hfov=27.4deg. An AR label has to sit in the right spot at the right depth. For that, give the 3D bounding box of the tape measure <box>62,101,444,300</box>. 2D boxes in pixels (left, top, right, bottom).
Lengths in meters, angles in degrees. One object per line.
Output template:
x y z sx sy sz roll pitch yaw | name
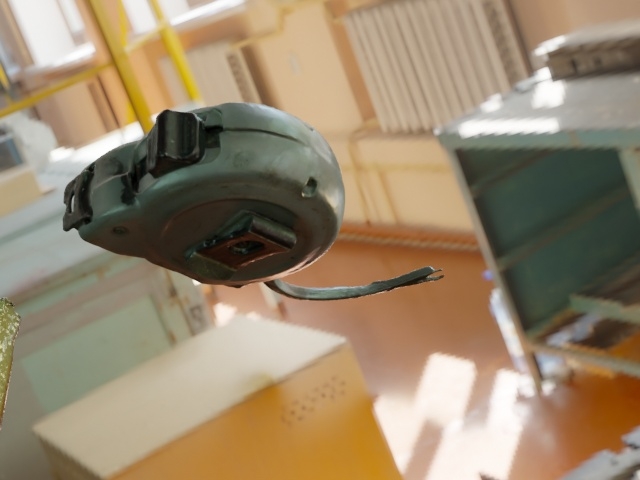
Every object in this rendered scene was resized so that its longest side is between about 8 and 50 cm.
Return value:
-0.001 0.001 0.915 0.330 0.084 0.164 21 -34 -36 | tape measure

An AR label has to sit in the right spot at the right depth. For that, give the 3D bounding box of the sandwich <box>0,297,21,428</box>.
-0.317 0.139 1.080 0.088 0.090 0.244 -8 45 10 | sandwich
